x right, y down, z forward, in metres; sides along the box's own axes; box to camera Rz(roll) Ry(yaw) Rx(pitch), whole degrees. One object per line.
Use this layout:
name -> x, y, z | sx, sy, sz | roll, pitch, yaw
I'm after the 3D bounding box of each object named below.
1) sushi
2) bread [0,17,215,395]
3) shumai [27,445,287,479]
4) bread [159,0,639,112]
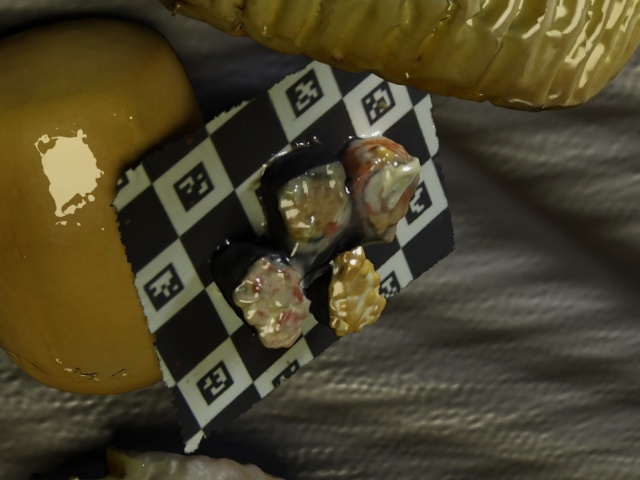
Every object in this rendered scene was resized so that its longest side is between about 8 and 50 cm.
sushi -> 0.000, 0.000, 1.014 | 0.210, 0.040, 0.193 | -34, 133, -25
bread -> -0.122, -0.008, 1.005 | 0.147, 0.098, 0.217 | -18, 130, -5
shumai -> -0.128, 0.311, 1.125 | 0.346, 0.283, 0.217 | -34, 129, 14
bread -> 0.041, -0.169, 0.841 | 0.253, 0.227, 0.142 | 10, 120, -13
